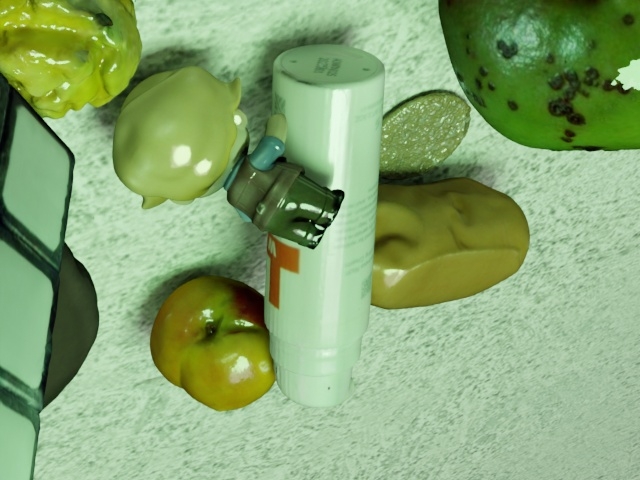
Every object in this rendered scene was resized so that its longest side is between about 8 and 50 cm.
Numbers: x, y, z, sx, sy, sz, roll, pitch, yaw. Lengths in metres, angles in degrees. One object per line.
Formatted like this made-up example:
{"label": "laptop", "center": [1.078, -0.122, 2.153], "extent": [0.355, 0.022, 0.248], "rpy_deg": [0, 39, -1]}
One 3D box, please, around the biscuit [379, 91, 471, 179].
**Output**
{"label": "biscuit", "center": [0.097, -0.102, 1.315], "extent": [0.120, 0.015, 0.120], "rpy_deg": [-20, 146, -14]}

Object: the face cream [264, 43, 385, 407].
{"label": "face cream", "center": [0.000, 0.000, 1.198], "extent": [0.102, 0.102, 0.346], "rpy_deg": [-12, 122, -26]}

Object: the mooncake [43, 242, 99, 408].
{"label": "mooncake", "center": [-0.327, 0.072, 1.074], "extent": [0.283, 0.141, 0.283], "rpy_deg": [-30, 146, -23]}

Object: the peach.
{"label": "peach", "center": [-0.098, 0.102, 1.326], "extent": [0.138, 0.138, 0.138], "rpy_deg": [-21, 146, -15]}

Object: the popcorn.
{"label": "popcorn", "center": [-0.196, -0.156, 0.901], "extent": [0.152, 0.148, 0.167], "rpy_deg": [-6, 139, 31]}

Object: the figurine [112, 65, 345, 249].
{"label": "figurine", "center": [-0.075, -0.066, 1.088], "extent": [0.196, 0.108, 0.114], "rpy_deg": [24, 135, -10]}

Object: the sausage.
{"label": "sausage", "center": [0.106, -0.002, 1.346], "extent": [0.241, 0.136, 0.120], "rpy_deg": [-4, 137, -34]}

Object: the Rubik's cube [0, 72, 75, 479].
{"label": "Rubik's cube", "center": [-0.354, 0.021, 0.773], "extent": [0.305, 0.301, 0.304], "rpy_deg": [-6, 153, 18]}

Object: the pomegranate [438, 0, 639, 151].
{"label": "pomegranate", "center": [0.244, -0.186, 1.095], "extent": [0.290, 0.291, 0.323], "rpy_deg": [-31, 156, 0]}
